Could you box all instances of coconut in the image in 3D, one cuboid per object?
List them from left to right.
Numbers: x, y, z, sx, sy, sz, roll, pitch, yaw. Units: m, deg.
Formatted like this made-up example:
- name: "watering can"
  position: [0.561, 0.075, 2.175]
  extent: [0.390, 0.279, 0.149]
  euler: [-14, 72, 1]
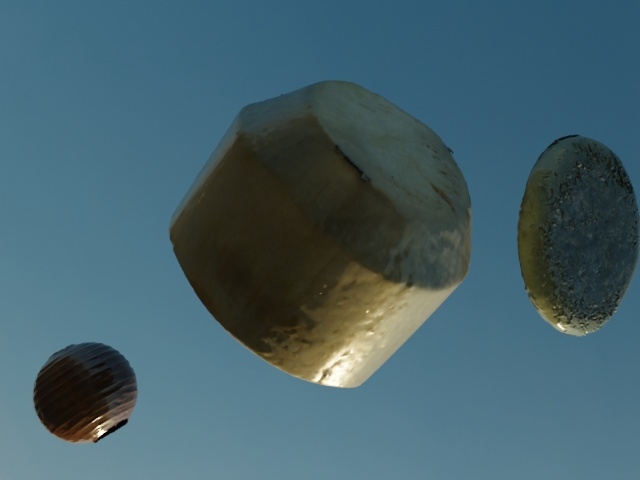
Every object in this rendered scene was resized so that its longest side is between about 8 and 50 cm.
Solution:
- name: "coconut"
  position: [0.000, 0.000, 0.874]
  extent: [0.323, 0.323, 0.323]
  euler: [18, -60, 34]

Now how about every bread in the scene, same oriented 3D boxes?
- name: "bread"
  position: [0.348, -0.007, 1.057]
  extent: [0.040, 0.267, 0.267]
  euler: [1, -70, 50]

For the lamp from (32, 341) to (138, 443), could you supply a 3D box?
- name: "lamp"
  position: [-0.308, 0.198, 1.057]
  extent: [0.136, 0.136, 0.136]
  euler: [18, -60, 34]
